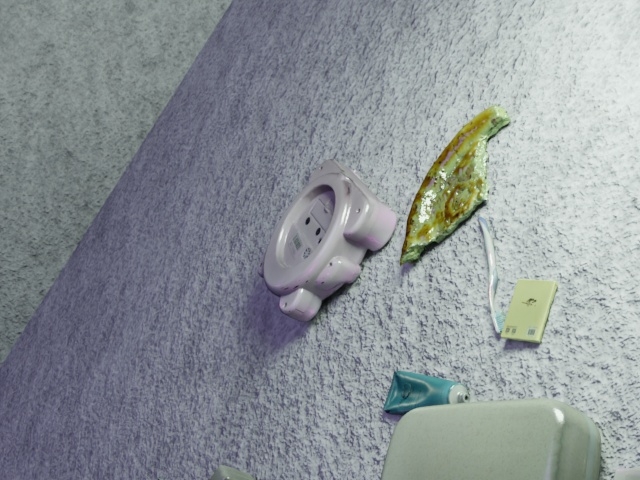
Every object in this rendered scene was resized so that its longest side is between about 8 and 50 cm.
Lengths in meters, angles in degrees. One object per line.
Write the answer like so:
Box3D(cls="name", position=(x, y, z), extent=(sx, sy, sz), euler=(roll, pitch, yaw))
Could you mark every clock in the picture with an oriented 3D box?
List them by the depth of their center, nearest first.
Box3D(cls="clock", position=(0.000, 0.000, 2.205), extent=(0.322, 0.113, 0.295), euler=(-54, 32, 11))

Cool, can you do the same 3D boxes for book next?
Box3D(cls="book", position=(0.353, 0.118, 1.693), extent=(0.077, 0.014, 0.111), euler=(3, 66, 47))

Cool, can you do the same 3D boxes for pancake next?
Box3D(cls="pancake", position=(0.260, -0.107, 1.984), extent=(0.197, 0.054, 0.376), euler=(20, 82, 58))

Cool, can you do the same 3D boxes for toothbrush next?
Box3D(cls="toothbrush", position=(0.308, 0.057, 1.807), extent=(0.027, 0.021, 0.269), euler=(-20, 46, 20))

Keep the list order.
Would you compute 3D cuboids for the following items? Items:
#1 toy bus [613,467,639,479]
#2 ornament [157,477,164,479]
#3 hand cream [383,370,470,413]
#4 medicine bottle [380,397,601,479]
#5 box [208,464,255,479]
Box3D(cls="toy bus", position=(0.450, 0.331, 1.322), extent=(0.123, 0.075, 0.060), euler=(-15, 52, 49))
Box3D(cls="ornament", position=(-0.380, 0.594, 2.304), extent=(0.068, 0.041, 0.092), euler=(-29, 33, 31))
Box3D(cls="hand cream", position=(0.187, 0.273, 1.782), extent=(0.224, 0.048, 0.083), euler=(-10, 59, 57))
Box3D(cls="medicine bottle", position=(0.244, 0.373, 1.531), extent=(0.375, 0.123, 0.282), euler=(-14, 54, 48))
Box3D(cls="box", position=(-0.228, 0.576, 2.040), extent=(0.243, 0.103, 0.055), euler=(-56, 38, 5))
